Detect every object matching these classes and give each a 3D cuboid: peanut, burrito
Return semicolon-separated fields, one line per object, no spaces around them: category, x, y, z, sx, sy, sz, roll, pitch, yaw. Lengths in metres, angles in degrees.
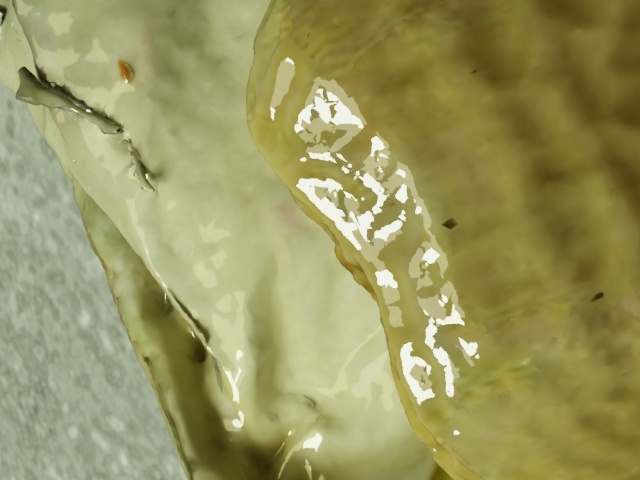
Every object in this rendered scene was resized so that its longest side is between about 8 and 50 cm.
peanut;0.085;-0.014;0.546;0.233;0.197;0.110;65;152;6
burrito;-0.003;0.002;0.675;0.332;0.190;0.135;63;169;14
